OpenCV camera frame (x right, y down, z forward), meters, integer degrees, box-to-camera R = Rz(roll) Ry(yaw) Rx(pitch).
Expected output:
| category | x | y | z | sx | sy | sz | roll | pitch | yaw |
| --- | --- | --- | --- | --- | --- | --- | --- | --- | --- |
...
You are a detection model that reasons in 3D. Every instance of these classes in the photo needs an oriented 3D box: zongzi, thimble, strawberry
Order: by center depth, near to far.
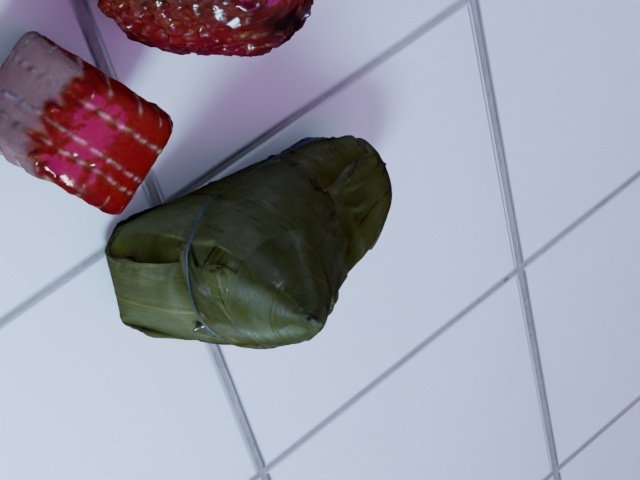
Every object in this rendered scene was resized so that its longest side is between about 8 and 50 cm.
| category | x | y | z | sx | sy | sz | roll | pitch | yaw |
| --- | --- | --- | --- | --- | --- | --- | --- | --- | --- |
| strawberry | -0.104 | -0.296 | 1.494 | 0.274 | 0.220 | 0.274 | -26 | 136 | -29 |
| thimble | -0.247 | -0.115 | 1.520 | 0.189 | 0.163 | 0.125 | 31 | 92 | -49 |
| zongzi | 0.000 | 0.000 | 1.676 | 0.356 | 0.393 | 0.174 | -30 | 110 | -32 |
